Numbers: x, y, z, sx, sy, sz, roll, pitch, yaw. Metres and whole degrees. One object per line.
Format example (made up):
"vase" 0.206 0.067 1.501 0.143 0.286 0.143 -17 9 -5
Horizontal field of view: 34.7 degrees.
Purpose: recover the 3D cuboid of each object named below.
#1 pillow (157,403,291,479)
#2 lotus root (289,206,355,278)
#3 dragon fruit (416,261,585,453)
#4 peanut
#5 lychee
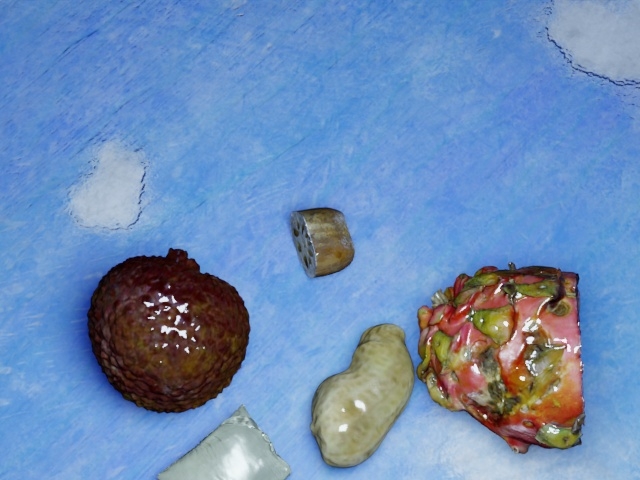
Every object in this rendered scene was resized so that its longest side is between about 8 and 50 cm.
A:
"pillow" -0.152 0.365 1.594 0.181 0.078 0.134 -36 73 -15
"lotus root" -0.001 0.001 1.743 0.081 0.112 0.122 -14 79 -23
"dragon fruit" 0.278 0.183 1.610 0.263 0.314 0.296 -3 90 13
"peanut" 0.069 0.244 1.634 0.137 0.122 0.253 31 66 21
"lychee" -0.240 0.141 1.598 0.261 0.260 0.260 1 67 -2
